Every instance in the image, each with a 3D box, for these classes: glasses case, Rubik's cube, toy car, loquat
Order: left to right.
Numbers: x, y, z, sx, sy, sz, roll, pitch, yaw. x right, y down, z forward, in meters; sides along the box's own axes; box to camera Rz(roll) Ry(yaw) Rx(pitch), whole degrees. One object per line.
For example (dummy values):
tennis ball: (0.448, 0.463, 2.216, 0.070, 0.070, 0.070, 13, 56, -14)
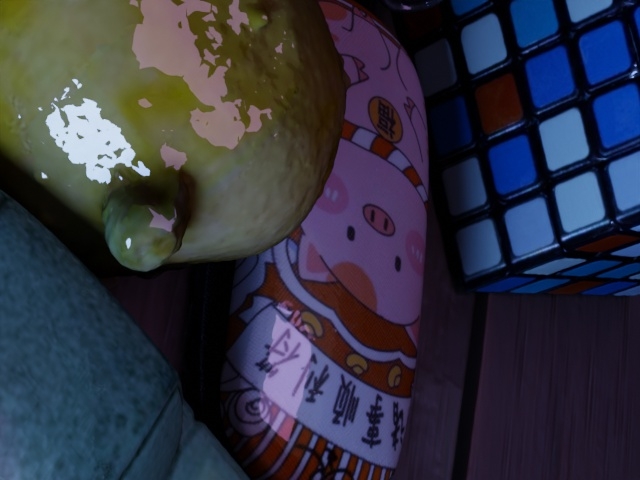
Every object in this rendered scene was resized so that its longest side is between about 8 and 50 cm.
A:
toy car: (-0.124, 0.064, 0.627, 0.320, 0.097, 0.141, 50, 43, -19)
loquat: (-0.070, -0.058, 0.697, 0.172, 0.149, 0.204, 49, 25, -37)
glasses case: (0.000, 0.000, 0.820, 0.103, 0.067, 0.266, 28, 52, -35)
Rubik's cube: (0.178, -0.078, 0.967, 0.187, 0.182, 0.184, 7, 67, -46)

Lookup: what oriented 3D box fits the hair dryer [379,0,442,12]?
hair dryer: (-0.027, -0.222, 0.912, 0.219, 0.075, 0.195, 8, 57, -38)
